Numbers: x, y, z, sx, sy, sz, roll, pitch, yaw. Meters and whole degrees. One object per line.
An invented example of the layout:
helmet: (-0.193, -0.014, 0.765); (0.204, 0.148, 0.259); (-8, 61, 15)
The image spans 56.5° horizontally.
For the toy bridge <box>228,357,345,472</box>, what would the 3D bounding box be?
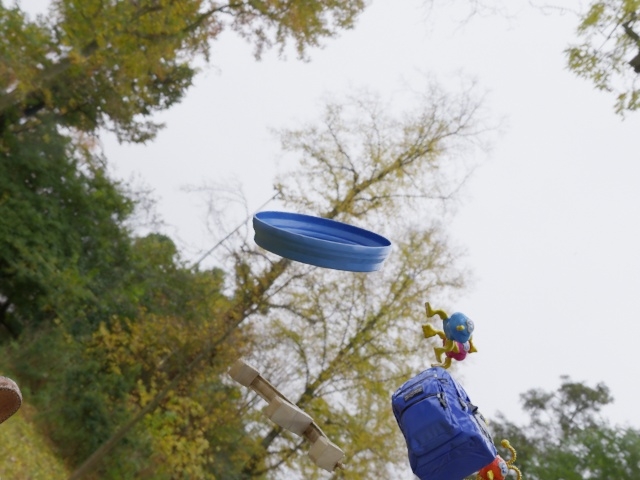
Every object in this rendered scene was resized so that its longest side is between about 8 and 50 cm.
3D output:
toy bridge: (-0.032, 0.192, 0.647); (0.188, 0.026, 0.063); (28, -13, 49)

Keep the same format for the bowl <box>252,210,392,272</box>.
bowl: (0.000, 0.000, 1.642); (0.391, 0.391, 0.077); (23, -76, 45)

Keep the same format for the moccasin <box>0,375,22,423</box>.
moccasin: (-0.744, 0.374, 1.091); (0.147, 0.380, 0.139); (25, -56, 42)

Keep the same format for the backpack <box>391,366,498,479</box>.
backpack: (0.137, 0.207, 0.700); (0.101, 0.098, 0.120); (55, 12, -30)

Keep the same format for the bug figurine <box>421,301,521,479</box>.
bug figurine: (0.212, 0.219, 0.871); (0.216, 0.072, 0.279); (56, 22, -84)
